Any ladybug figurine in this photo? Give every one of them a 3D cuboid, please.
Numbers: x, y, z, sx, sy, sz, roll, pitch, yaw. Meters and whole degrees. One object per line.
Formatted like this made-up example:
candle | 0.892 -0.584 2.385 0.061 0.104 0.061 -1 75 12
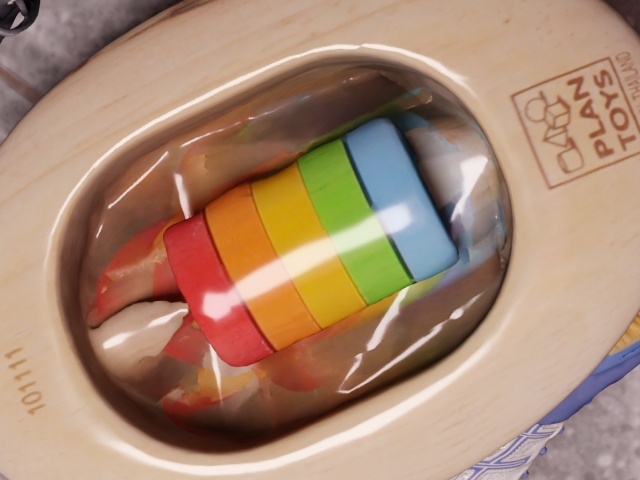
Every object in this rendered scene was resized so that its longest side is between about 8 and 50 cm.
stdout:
ladybug figurine | 0.000 0.000 1.055 0.449 0.162 0.305 -22 88 6

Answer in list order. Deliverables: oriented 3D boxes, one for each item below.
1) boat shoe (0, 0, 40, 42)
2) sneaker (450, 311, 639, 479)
boat shoe | -0.210 -0.158 1.031 0.340 0.127 0.113 -3 109 -1
sneaker | 0.096 0.112 1.163 0.296 0.112 0.131 -27 125 7
